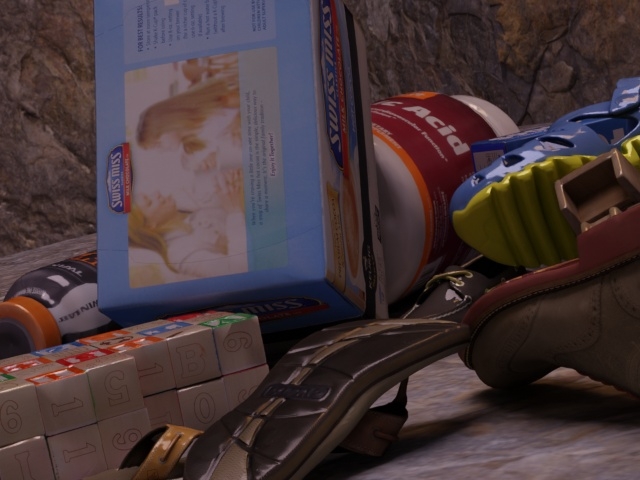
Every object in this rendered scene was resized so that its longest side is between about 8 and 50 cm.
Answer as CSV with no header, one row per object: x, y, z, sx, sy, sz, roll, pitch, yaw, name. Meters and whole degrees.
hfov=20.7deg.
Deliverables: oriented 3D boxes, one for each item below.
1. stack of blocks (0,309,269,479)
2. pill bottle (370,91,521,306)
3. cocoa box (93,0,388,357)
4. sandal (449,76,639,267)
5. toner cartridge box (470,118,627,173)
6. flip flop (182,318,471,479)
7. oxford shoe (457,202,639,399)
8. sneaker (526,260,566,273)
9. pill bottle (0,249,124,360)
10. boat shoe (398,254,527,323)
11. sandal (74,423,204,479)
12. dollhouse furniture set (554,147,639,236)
-0.193,0.136,1.461,0.297,0.087,0.171,-14,7,-24,stack of blocks
0.090,-0.054,2.028,0.224,0.224,0.392,-7,8,29,pill bottle
-0.079,-0.077,1.721,0.231,0.347,0.228,-8,-19,14,cocoa box
0.263,-0.075,1.738,0.317,0.126,0.138,-21,36,-18,sandal
0.345,-0.065,1.982,0.348,0.165,0.075,-15,9,-27,toner cartridge box
0.010,0.131,1.266,0.112,0.080,0.277,1,27,39,flip flop
0.205,0.070,1.278,0.123,0.130,0.348,-17,-12,-24,oxford shoe
0.324,-0.010,1.792,0.296,0.112,0.131,-13,12,13,sneaker
-0.248,0.081,1.848,0.130,0.130,0.246,-7,8,32,pill bottle
0.134,0.057,1.690,0.081,0.068,0.228,-6,8,34,boat shoe
-0.123,0.162,1.283,0.180,0.049,0.072,-12,7,-12,sandal
0.391,0.031,1.527,0.286,0.198,0.303,-31,32,20,dollhouse furniture set
